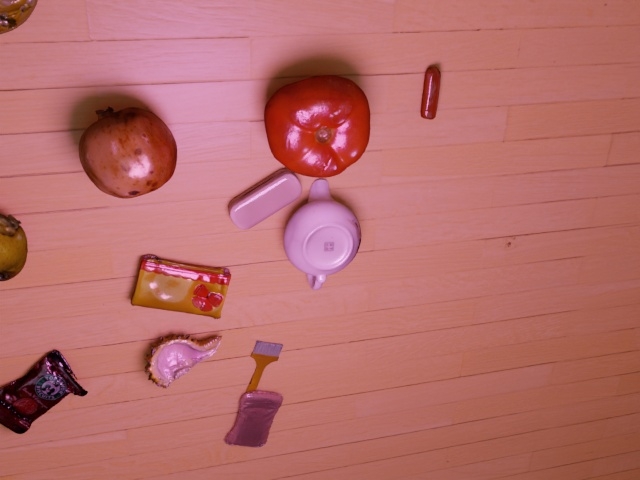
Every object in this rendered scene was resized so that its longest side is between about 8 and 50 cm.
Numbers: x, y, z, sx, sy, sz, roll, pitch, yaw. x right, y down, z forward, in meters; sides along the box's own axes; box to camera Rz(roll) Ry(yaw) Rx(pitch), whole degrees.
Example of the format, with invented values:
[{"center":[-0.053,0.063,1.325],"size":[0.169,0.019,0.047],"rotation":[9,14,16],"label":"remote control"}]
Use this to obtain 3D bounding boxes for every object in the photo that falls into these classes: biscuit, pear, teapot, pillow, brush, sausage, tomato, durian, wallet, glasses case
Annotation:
[{"center":[-0.742,0.403,1.881],"size":[0.235,0.063,0.151],"rotation":[-33,123,-1],"label":"biscuit"},{"center":[-0.743,-0.007,1.557],"size":[0.164,0.238,0.255],"rotation":[-33,120,-5],"label":"pear"},{"center":[0.000,0.000,1.855],"size":[0.204,0.139,0.298],"rotation":[3,114,-21],"label":"teapot"},{"center":[-0.196,0.536,2.140],"size":[0.135,0.034,0.211],"rotation":[13,114,-21],"label":"pillow"},{"center":[-0.179,0.379,2.075],"size":[0.083,0.011,0.205],"rotation":[12,114,-24],"label":"brush"},{"center":[0.276,-0.370,1.795],"size":[0.041,0.039,0.131],"rotation":[-1,117,-8],"label":"sausage"},{"center":[-0.009,-0.269,1.677],"size":[0.260,0.180,0.259],"rotation":[-7,121,-11],"label":"tomato"},{"center":[-0.373,0.300,1.939],"size":[0.224,0.078,0.140],"rotation":[-22,110,-17],"label":"durian"},{"center":[-0.356,0.122,1.849],"size":[0.241,0.067,0.141],"rotation":[11,112,-22],"label":"wallet"},{"center":[-0.139,-0.104,1.803],"size":[0.196,0.050,0.083],"rotation":[-31,120,0],"label":"glasses case"}]

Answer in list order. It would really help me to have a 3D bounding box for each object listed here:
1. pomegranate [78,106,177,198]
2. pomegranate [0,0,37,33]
[{"center":[-0.422,-0.200,1.577],"size":[0.215,0.215,0.215],"rotation":[-7,119,-13],"label":"pomegranate"},{"center":[-0.634,-0.540,1.315],"size":[0.260,0.260,0.340],"rotation":[16,81,-24],"label":"pomegranate"}]
